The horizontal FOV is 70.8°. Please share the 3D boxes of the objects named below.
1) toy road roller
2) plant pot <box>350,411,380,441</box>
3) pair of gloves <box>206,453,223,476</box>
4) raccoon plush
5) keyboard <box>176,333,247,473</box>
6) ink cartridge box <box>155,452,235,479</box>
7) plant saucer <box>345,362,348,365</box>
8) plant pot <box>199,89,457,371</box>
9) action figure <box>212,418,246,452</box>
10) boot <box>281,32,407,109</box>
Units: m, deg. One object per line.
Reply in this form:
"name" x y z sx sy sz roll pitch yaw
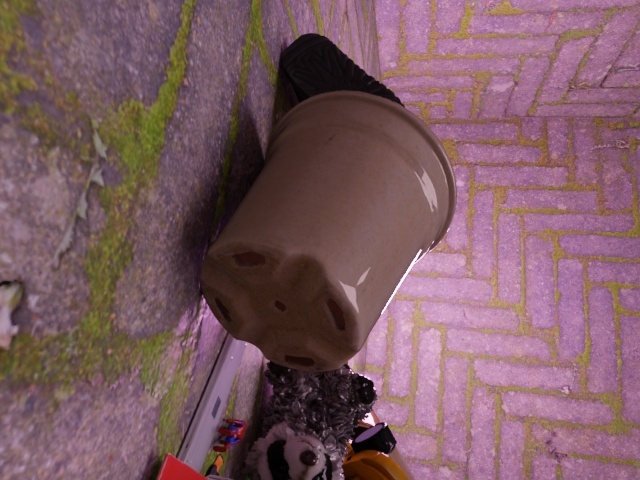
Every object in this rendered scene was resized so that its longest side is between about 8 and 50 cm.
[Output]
"toy road roller" 0.046 0.552 0.948 0.241 0.329 0.202 -10 68 -59
"plant pot" 0.077 0.561 1.365 0.254 0.237 0.237 -98 -174 -69
"pair of gloves" -0.152 0.361 0.645 0.074 0.010 0.083 -59 149 -66
"raccoon plush" -0.019 0.423 0.882 0.446 0.216 0.299 78 27 -53
"keyboard" -0.150 0.228 0.629 0.256 0.014 0.072 -74 168 -46
"ink cartridge box" -0.151 0.422 0.495 0.261 0.066 0.296 82 18 -52
"plant saucer" 0.061 0.434 1.606 0.310 0.050 0.310 3 90 -77
"plant pot" 0.000 0.000 0.650 0.305 0.334 0.333 -56 149 -45
"action figure" -0.133 0.289 0.676 0.115 0.030 0.038 70 31 -73
"boot" 0.083 -0.176 0.999 0.367 0.146 0.445 61 -3 23
